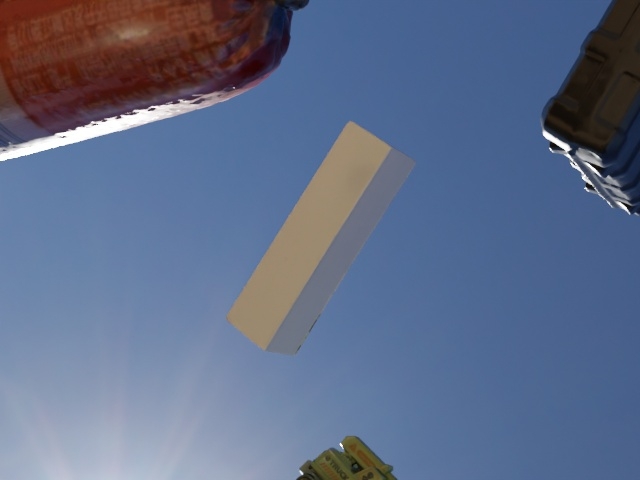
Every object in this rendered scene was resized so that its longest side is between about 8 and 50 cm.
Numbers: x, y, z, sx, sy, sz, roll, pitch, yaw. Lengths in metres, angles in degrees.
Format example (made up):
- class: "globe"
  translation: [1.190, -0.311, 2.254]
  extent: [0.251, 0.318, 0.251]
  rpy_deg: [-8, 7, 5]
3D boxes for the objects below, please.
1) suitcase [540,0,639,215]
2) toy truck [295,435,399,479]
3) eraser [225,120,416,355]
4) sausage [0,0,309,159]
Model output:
- class: "suitcase"
  translation: [0.269, -0.132, 0.892]
  extent: [0.066, 0.285, 0.206]
  rpy_deg: [33, -84, 22]
- class: "toy truck"
  translation: [0.051, 0.296, 1.258]
  extent: [0.100, 0.077, 0.169]
  rpy_deg: [-46, -127, 2]
- class: "eraser"
  translation: [0.000, 0.001, 1.420]
  extent: [0.078, 0.076, 0.298]
  rpy_deg: [37, -81, 31]
- class: "sausage"
  translation: [-0.114, -0.070, 0.429]
  extent: [0.274, 0.074, 0.074]
  rpy_deg: [-9, -109, 32]
